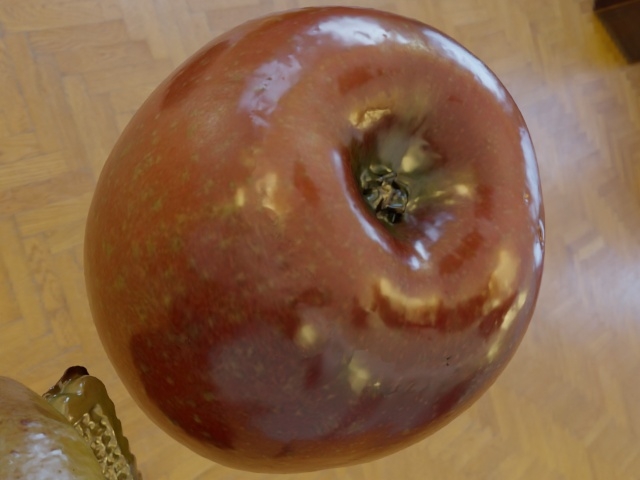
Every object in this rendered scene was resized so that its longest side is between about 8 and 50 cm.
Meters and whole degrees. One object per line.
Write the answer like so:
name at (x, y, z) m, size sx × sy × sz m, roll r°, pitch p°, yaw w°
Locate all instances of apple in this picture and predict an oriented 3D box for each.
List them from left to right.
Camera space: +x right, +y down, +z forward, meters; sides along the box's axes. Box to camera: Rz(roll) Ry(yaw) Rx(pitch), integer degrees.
apple at (0.000, 0.000, 0.609) m, size 0.348 × 0.277 × 0.348 m, roll 8°, pitch 72°, yaw -27°

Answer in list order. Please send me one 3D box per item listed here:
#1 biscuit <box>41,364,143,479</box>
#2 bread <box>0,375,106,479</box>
biscuit at (-0.161, 0.224, 0.515) m, size 0.172 × 0.029 × 0.254 m, roll -50°, pitch 138°, yaw -46°
bread at (-0.142, 0.116, 0.342) m, size 0.154 × 0.136 × 0.054 m, roll -54°, pitch 145°, yaw -49°
